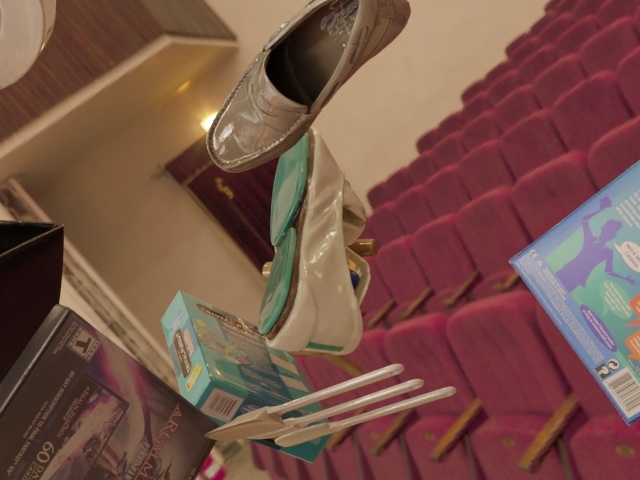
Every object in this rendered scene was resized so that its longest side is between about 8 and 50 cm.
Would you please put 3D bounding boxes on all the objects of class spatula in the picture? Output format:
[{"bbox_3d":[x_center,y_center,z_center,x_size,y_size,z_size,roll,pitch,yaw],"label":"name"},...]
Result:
[{"bbox_3d":[0.013,0.188,0.851,0.242,0.019,0.168,-23,-32,25],"label":"spatula"}]

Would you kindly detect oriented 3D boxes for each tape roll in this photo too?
[{"bbox_3d":[-0.588,-0.390,1.287,0.286,0.286,0.100,-39,27,18],"label":"tape roll"}]

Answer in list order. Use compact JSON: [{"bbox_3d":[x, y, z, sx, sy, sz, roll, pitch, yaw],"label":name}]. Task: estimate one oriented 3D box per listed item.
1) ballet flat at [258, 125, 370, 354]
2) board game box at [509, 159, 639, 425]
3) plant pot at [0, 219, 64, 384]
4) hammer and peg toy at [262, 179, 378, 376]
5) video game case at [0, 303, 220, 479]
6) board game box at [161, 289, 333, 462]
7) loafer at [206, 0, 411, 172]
[{"bbox_3d":[0.000,0.000,1.026,0.139,0.139,0.400,-39,29,28],"label":"ballet flat"},{"bbox_3d":[0.274,0.016,0.589,0.210,0.160,0.047,-43,-21,29],"label":"board game box"},{"bbox_3d":[-0.384,0.082,0.809,0.188,0.166,0.188,3,20,17],"label":"plant pot"},{"bbox_3d":[-0.002,0.083,1.451,0.127,0.266,0.361,-3,53,22],"label":"hammer and peg toy"},{"bbox_3d":[-0.214,0.211,0.746,0.026,0.274,0.196,12,62,36],"label":"video game case"},{"bbox_3d":[-0.143,0.241,1.431,0.079,0.254,0.336,-57,27,9],"label":"board game box"},{"bbox_3d":[-0.037,-0.183,0.888,0.319,0.112,0.111,-42,-7,34],"label":"loafer"}]
